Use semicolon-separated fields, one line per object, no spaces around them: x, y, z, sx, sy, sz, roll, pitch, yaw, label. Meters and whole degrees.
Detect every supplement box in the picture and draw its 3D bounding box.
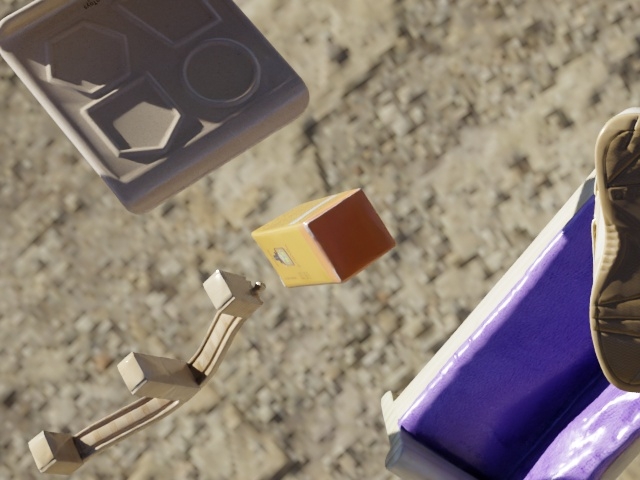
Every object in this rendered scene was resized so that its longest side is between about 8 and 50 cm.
0.000;0.000;2.111;0.080;0.078;0.233;-35;7;-16;supplement box

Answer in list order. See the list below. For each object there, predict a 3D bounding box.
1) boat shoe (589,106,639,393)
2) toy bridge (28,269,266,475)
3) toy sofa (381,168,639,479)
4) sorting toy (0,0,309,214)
0.190;0.004;1.154;0.063;0.170;0.059;3;17;13;boat shoe
-0.101;0.086;1.255;0.188;0.063;0.026;-42;61;20;toy bridge
0.220;0.094;1.713;0.362;0.150;0.177;-50;20;18;toy sofa
-0.142;-0.143;1.672;0.193;0.038;0.208;-33;75;-20;sorting toy
